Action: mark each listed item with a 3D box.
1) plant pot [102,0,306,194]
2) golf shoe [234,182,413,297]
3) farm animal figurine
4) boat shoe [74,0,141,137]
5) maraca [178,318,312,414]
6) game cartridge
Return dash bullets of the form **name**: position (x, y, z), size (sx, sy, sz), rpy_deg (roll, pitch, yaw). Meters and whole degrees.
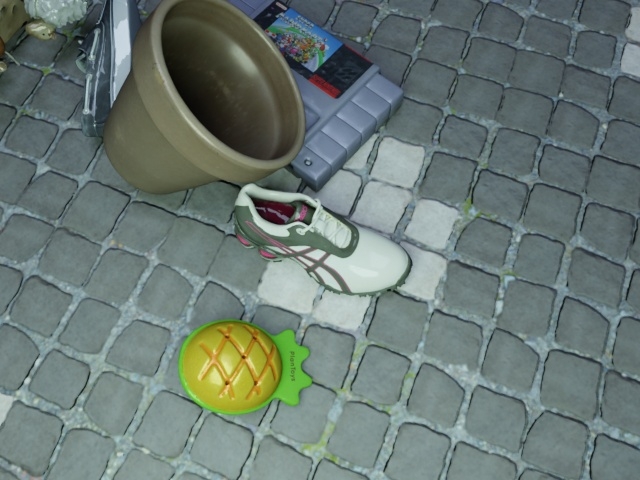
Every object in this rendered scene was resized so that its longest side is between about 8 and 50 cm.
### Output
- **plant pot**: position (-0.190, -0.177, 0.886), size (0.229, 0.263, 0.263), rpy_deg (-25, 61, 36)
- **golf shoe**: position (0.000, 0.000, 0.887), size (0.272, 0.120, 0.105), rpy_deg (17, 67, 7)
- **farm animal figurine**: position (-0.591, -0.354, 1.030), size (0.330, 0.172, 0.327), rpy_deg (25, 57, 19)
- **boat shoe**: position (-0.354, -0.306, 1.033), size (0.102, 0.108, 0.301), rpy_deg (-4, 74, -3)
- **maraca**: position (-0.098, 0.168, 0.832), size (0.185, 0.099, 0.127), rpy_deg (6, 67, -25)
- **game cartridge**: position (-0.064, -0.267, 1.034), size (0.355, 0.068, 0.230), rpy_deg (38, 77, 15)
